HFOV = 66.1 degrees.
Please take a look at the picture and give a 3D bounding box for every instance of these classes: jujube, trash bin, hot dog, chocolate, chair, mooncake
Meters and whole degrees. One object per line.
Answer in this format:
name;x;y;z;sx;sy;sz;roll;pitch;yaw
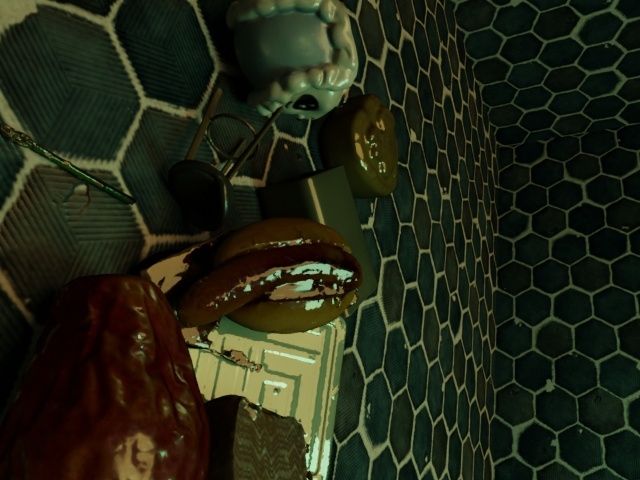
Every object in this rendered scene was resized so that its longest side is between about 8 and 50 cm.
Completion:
jujube;-0.195;0.157;0.462;0.190;0.190;0.255;29;50;-55
trash bin;0.000;0.000;0.875;0.164;0.122;0.240;-30;109;-58
hot dog;-0.051;0.059;0.647;0.326;0.107;0.194;-23;92;-41
chocolate;-0.080;0.289;0.531;0.148;0.093;0.214;42;34;-42
chair;-0.141;-0.121;0.686;0.095;0.104;0.221;34;47;-22
mooncake;0.103;-0.197;1.090;0.235;0.117;0.234;24;62;-56

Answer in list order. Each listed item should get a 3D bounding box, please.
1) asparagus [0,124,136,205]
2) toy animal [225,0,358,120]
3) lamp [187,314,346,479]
asparagus;-0.265;-0.076;0.533;0.013;0.016;0.166;-54;143;-2
toy animal;-0.053;-0.288;0.776;0.156;0.208;0.204;-19;108;-19
lamp;-0.084;0.201;0.684;0.269;0.047;0.266;22;66;-33
